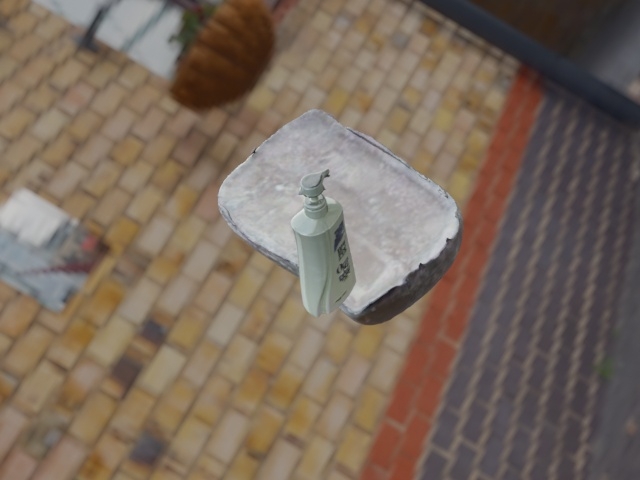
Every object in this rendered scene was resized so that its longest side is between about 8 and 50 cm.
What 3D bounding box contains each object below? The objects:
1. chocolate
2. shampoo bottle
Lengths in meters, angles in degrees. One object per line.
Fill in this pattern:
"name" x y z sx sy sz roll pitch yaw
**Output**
"chocolate" 0.026 -0.018 1.899 0.185 0.303 0.100 -43 -39 -12
"shampoo bottle" 0.000 0.000 1.307 0.049 0.034 0.141 -34 -36 -19
